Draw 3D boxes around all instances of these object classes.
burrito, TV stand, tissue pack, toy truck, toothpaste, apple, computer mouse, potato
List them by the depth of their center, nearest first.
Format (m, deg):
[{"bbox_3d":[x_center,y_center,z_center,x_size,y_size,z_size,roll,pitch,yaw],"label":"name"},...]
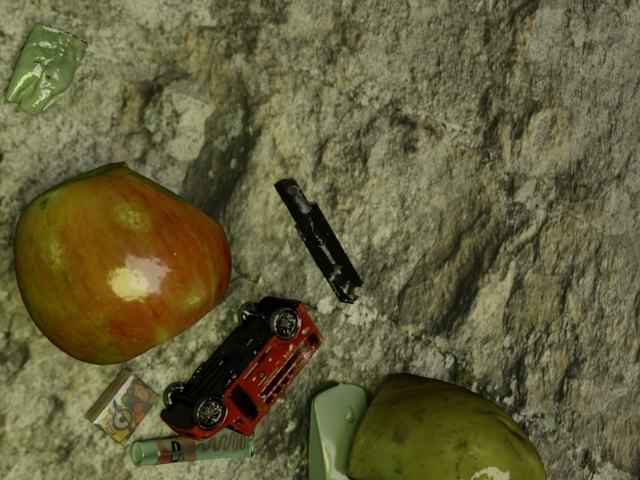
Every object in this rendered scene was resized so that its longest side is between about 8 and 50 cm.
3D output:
[{"bbox_3d":[-0.237,0.019,0.825,0.246,0.246,0.226,-31,97,-34],"label":"apple"},{"bbox_3d":[-0.340,-0.208,0.855,0.074,0.044,0.118,30,70,-41],"label":"burrito"},{"bbox_3d":[-0.270,0.228,0.943,0.063,0.035,0.083,51,61,-29],"label":"tissue pack"},{"bbox_3d":[-0.112,0.199,1.022,0.252,0.107,0.114,-49,120,-26],"label":"toy truck"},{"bbox_3d":[-0.180,0.306,1.023,0.205,0.036,0.056,7,87,-43],"label":"toothpaste"},{"bbox_3d":[0.000,0.000,1.148,0.042,0.036,0.249,-44,118,-27],"label":"TV stand"},{"bbox_3d":[0.240,0.335,1.167,0.330,0.280,0.212,32,61,-51],"label":"potato"},{"bbox_3d":[0.043,0.362,1.184,0.128,0.079,0.230,-3,91,-43],"label":"computer mouse"}]
